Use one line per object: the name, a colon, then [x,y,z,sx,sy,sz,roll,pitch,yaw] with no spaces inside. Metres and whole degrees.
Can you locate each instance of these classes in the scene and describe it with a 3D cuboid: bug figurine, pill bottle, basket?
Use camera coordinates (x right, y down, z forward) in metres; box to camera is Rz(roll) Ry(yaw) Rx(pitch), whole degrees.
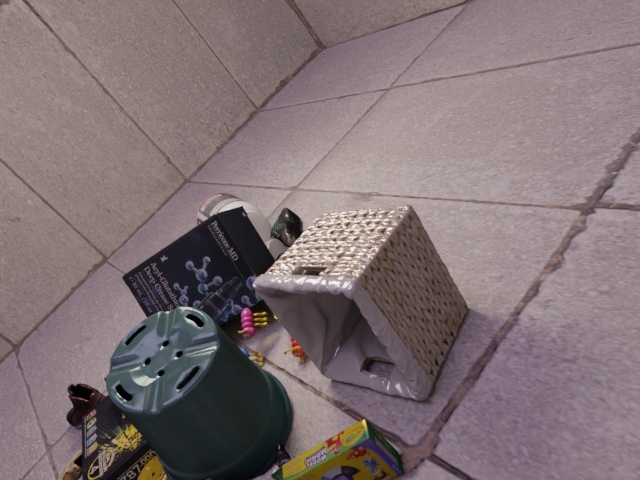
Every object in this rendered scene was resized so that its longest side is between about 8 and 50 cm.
bug figurine: [-0.145,0.263,1.581,0.278,0.072,0.216,-28,57,24]
pill bottle: [-0.335,-0.059,2.220,0.210,0.210,0.363,-44,27,-10]
basket: [0.099,0.130,1.266,0.328,0.331,0.266,-2,39,50]
pill bottle: [-0.229,0.076,1.964,0.229,0.131,0.131,-21,32,32]

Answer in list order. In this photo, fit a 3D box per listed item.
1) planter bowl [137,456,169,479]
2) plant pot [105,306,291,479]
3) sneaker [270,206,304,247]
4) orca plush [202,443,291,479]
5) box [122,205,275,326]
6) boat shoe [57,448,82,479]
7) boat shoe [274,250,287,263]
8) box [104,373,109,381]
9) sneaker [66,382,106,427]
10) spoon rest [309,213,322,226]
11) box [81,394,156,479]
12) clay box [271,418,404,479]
planter bowl: [-0.384,0.593,1.409,0.217,0.090,0.217,-29,29,18]
plant pot: [-0.277,0.344,1.283,0.340,0.334,0.341,-11,45,11]
sneaker: [-0.118,-0.023,2.044,0.106,0.101,0.267,-48,18,13]
orca plush: [-0.182,0.542,1.225,0.287,0.151,0.102,-46,-4,-7]
box: [-0.357,0.123,1.810,0.395,0.294,0.212,-32,0,16]
boat shoe: [-0.751,0.696,1.757,0.045,0.050,0.135,-27,29,34]
boat shoe: [-0.034,0.073,1.678,0.340,0.113,0.127,17,80,46]
box: [-0.542,0.393,1.730,0.180,0.078,0.147,-47,27,-21]
sneaker: [-0.805,0.541,1.938,0.281,0.163,0.106,-19,33,34]
spoon rest: [0.000,0.000,1.847,0.137,0.084,0.276,-29,28,20]
box: [-0.545,0.541,1.686,0.318,0.097,0.395,-39,26,-7]
clay box: [0.029,0.438,1.084,0.222,0.127,0.053,-34,28,11]
